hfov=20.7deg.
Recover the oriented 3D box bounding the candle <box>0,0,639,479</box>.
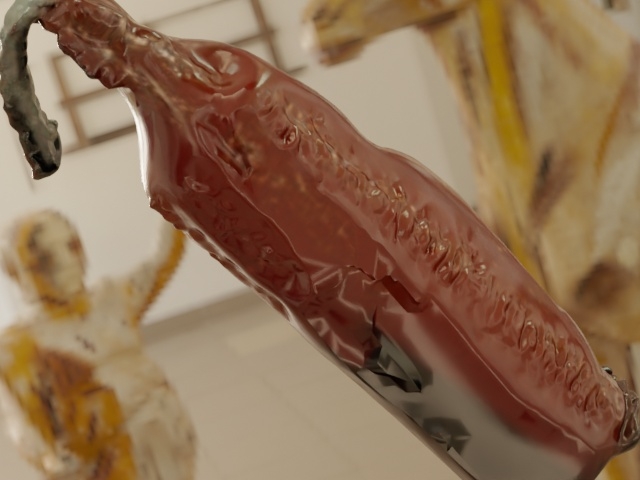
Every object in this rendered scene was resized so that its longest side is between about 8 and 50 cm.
[{"bbox_3d":[0.000,0.000,0.362,0.048,0.162,0.053,-17,40,50],"label":"candle"}]
